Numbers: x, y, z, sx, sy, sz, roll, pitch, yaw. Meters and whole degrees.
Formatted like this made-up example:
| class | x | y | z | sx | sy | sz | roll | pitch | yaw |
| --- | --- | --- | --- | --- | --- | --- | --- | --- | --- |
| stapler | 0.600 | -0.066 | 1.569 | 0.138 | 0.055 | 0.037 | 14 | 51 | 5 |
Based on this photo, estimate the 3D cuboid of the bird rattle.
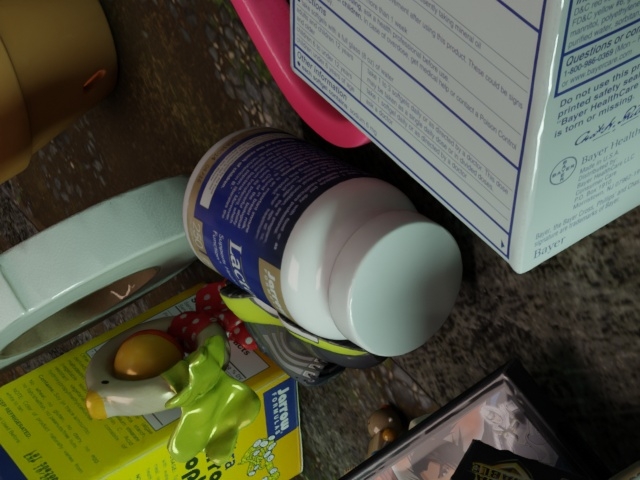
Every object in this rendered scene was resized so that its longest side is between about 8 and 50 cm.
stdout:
| class | x | y | z | sx | sy | sz | roll | pitch | yaw |
| --- | --- | --- | --- | --- | --- | --- | --- | --- | --- |
| bird rattle | -0.160 | 0.122 | 1.712 | 0.253 | 0.207 | 0.143 | -89 | -13 | -54 |

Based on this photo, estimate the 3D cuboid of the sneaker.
| class | x | y | z | sx | sy | sz | roll | pitch | yaw |
| --- | --- | --- | --- | --- | --- | --- | --- | --- | --- |
| sneaker | 0.005 | 0.090 | 1.572 | 0.121 | 0.111 | 0.300 | 62 | 163 | -18 |

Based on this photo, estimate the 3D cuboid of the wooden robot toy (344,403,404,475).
| class | x | y | z | sx | sy | sz | roll | pitch | yaw |
| --- | --- | --- | --- | --- | --- | --- | --- | --- | --- |
| wooden robot toy | 0.074 | 0.213 | 1.616 | 0.173 | 0.076 | 0.079 | 122 | 152 | -62 |

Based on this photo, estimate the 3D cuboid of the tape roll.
| class | x | y | z | sx | sy | sz | roll | pitch | yaw |
| --- | --- | --- | --- | --- | --- | --- | --- | --- | --- |
| tape roll | -0.286 | 0.052 | 1.731 | 0.072 | 0.392 | 0.392 | 60 | 155 | 5 |

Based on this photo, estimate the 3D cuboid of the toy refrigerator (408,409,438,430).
| class | x | y | z | sx | sy | sz | roll | pitch | yaw |
| --- | --- | --- | --- | --- | --- | --- | --- | --- | --- |
| toy refrigerator | 0.133 | 0.293 | 1.460 | 0.102 | 0.094 | 0.270 | 35 | 129 | 44 |

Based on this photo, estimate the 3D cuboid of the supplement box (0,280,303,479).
| class | x | y | z | sx | sy | sz | roll | pitch | yaw |
| --- | --- | --- | --- | --- | --- | --- | --- | --- | --- |
| supplement box | -0.221 | 0.241 | 1.831 | 0.194 | 0.356 | 0.195 | 42 | 149 | 38 |

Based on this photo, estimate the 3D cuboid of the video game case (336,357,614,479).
| class | x | y | z | sx | sy | sz | roll | pitch | yaw |
| --- | --- | --- | --- | --- | --- | --- | --- | --- | --- |
| video game case | 0.148 | 0.267 | 1.339 | 0.248 | 0.035 | 0.275 | 50 | 126 | 1 |

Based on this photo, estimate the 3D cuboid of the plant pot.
| class | x | y | z | sx | sy | sz | roll | pitch | yaw |
| --- | --- | --- | --- | --- | --- | --- | --- | --- | --- |
| plant pot | -0.378 | -0.227 | 1.846 | 0.291 | 0.203 | 0.291 | 43 | 148 | 35 |

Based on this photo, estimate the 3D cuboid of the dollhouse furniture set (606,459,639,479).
| class | x | y | z | sx | sy | sz | roll | pitch | yaw |
| --- | --- | --- | --- | --- | --- | --- | --- | --- | --- |
| dollhouse furniture set | 0.292 | 0.225 | 0.868 | 0.256 | 0.362 | 0.394 | 58 | -179 | 8 |

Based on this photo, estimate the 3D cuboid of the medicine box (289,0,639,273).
| class | x | y | z | sx | sy | sz | roll | pitch | yaw |
| --- | --- | --- | --- | --- | --- | --- | --- | --- | --- |
| medicine box | 0.113 | -0.177 | 1.020 | 0.263 | 0.149 | 0.289 | 45 | 150 | 33 |

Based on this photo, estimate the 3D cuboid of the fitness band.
| class | x | y | z | sx | sy | sz | roll | pitch | yaw |
| --- | --- | --- | --- | --- | --- | --- | --- | --- | --- |
| fitness band | -0.013 | -0.220 | 1.342 | 0.291 | 0.054 | 0.209 | 62 | 158 | 3 |

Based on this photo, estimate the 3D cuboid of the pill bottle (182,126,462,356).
| class | x | y | z | sx | sy | sz | roll | pitch | yaw |
| --- | --- | --- | --- | --- | --- | --- | --- | --- | --- |
| pill bottle | 0.000 | 0.000 | 1.410 | 0.264 | 0.153 | 0.153 | 29 | 139 | 50 |

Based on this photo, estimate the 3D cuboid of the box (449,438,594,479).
| class | x | y | z | sx | sy | sz | roll | pitch | yaw |
| --- | --- | --- | --- | --- | --- | --- | --- | --- | --- |
| box | 0.233 | 0.321 | 1.218 | 0.293 | 0.073 | 0.296 | 17 | 131 | 19 |
